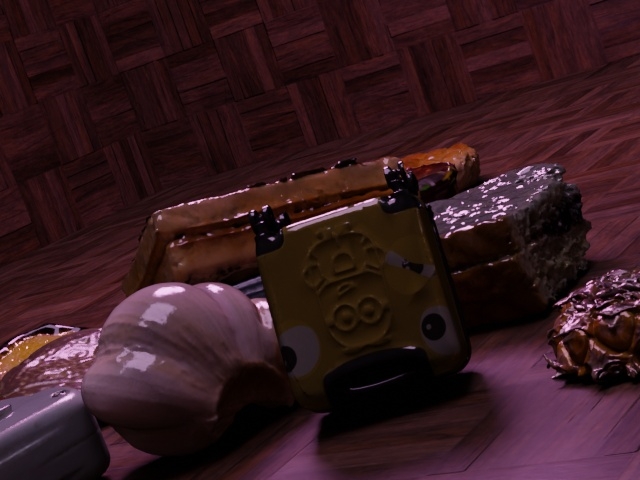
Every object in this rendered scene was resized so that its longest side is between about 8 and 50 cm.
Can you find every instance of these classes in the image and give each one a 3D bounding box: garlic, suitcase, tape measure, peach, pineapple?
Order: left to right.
[{"bbox_3d":[-0.373,0.249,1.572,0.246,0.125,0.243,-10,13,45],"label":"tape measure"},{"bbox_3d":[-0.358,0.197,2.029,0.189,0.068,0.279,-18,26,-17],"label":"peach"},{"bbox_3d":[-0.149,0.129,1.610,0.203,0.185,0.281,-7,15,44],"label":"garlic"},{"bbox_3d":[0.046,0.059,1.511,0.193,0.235,0.143,-17,-10,11],"label":"suitcase"},{"bbox_3d":[0.309,0.067,1.378,0.224,0.076,0.225,-17,10,3],"label":"pineapple"}]

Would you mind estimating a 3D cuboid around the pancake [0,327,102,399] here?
[{"bbox_3d":[-0.306,0.178,1.938,0.250,0.031,0.250,-5,21,2],"label":"pancake"}]

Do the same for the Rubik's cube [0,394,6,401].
[{"bbox_3d":[-0.415,0.242,1.800,0.093,0.111,0.111,9,11,2],"label":"Rubik's cube"}]

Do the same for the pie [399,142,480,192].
[{"bbox_3d":[0.139,-0.094,2.678,0.339,0.083,0.339,-21,10,4],"label":"pie"}]

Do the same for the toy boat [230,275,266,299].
[{"bbox_3d":[-0.129,0.125,1.836,0.296,0.114,0.122,-21,-12,-5],"label":"toy boat"}]

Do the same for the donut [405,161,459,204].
[{"bbox_3d":[0.135,-0.057,2.405,0.216,0.096,0.230,-8,14,41],"label":"donut"}]

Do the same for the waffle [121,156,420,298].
[{"bbox_3d":[-0.071,0.014,1.968,0.376,0.114,0.261,-15,-18,-25],"label":"waffle"}]

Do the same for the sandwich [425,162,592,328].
[{"bbox_3d":[0.190,0.010,1.781,0.262,0.131,0.325,-16,9,31],"label":"sandwich"}]
